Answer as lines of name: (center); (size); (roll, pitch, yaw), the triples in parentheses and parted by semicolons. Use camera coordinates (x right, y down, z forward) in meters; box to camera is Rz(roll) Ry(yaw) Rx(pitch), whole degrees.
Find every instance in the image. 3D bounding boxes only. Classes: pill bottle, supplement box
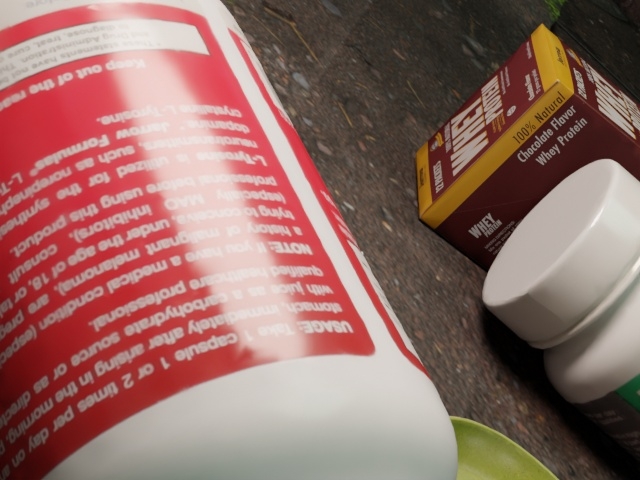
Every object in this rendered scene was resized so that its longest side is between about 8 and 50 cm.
pill bottle: (-0.075, 0.067, 0.744); (0.229, 0.229, 0.408); (16, 37, -47)
pill bottle: (0.331, 0.106, 1.344); (0.361, 0.204, 0.204); (40, 25, -10)
supplement box: (0.225, -0.062, 1.452); (0.194, 0.191, 0.129); (36, 26, -19)

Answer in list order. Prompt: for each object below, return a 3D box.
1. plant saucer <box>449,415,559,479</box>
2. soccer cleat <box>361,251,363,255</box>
plant saucer: (0.137, 0.230, 1.049); (0.241, 0.037, 0.241); (36, 26, -21)
soccer cleat: (0.000, 0.000, 1.207); (0.083, 0.029, 0.035); (46, 33, 9)
